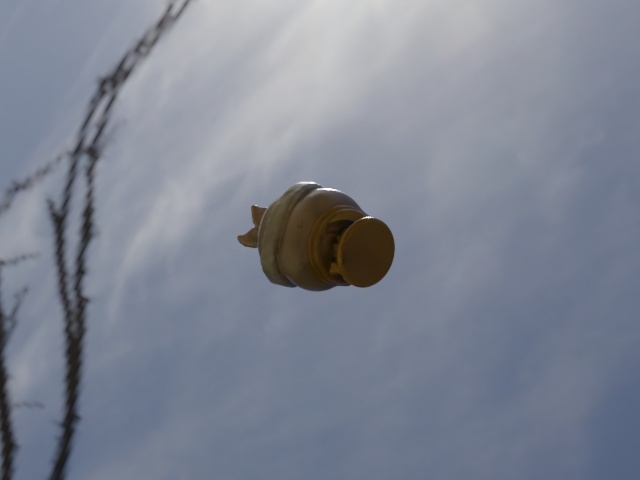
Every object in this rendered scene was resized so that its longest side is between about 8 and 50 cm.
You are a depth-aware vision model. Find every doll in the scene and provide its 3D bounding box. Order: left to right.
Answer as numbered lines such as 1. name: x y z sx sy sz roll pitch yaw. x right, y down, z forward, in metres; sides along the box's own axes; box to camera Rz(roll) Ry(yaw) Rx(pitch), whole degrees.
1. doll: 0.000 0.000 1.175 0.127 0.084 0.073 15 -90 51
